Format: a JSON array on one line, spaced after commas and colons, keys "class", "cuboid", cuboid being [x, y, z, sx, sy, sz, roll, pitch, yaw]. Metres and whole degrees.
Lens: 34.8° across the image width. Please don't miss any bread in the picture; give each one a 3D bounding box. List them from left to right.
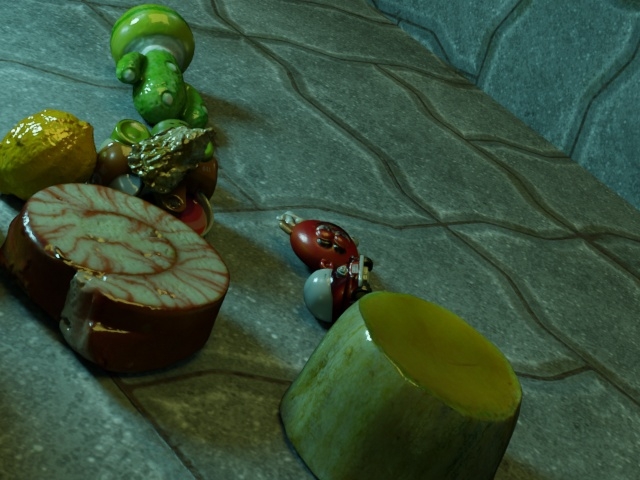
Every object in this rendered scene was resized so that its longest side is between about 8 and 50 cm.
[{"class": "bread", "cuboid": [-0.289, 0.043, 1.471, 0.328, 0.114, 0.295, 38, 27, 25]}]

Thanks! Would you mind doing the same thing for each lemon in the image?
[{"class": "lemon", "cuboid": [-0.445, -0.131, 1.640, 0.187, 0.142, 0.142, -28, 42, -7]}]

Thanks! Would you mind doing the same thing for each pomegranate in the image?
[{"class": "pomegranate", "cuboid": [-0.299, -0.174, 1.928, 0.142, 0.114, 0.114, 0, 25, 4]}]

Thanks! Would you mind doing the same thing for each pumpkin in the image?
[{"class": "pumpkin", "cuboid": [0.125, 0.216, 1.420, 0.332, 0.199, 0.332, 19, 28, -10]}]

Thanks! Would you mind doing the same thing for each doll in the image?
[{"class": "doll", "cuboid": [0.000, 0.000, 1.870, 0.183, 0.085, 0.217, 24, 15, -5]}]

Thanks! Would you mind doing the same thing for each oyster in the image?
[{"class": "oyster", "cuboid": [-0.247, -0.134, 1.684, 0.146, 0.121, 0.045, 6, -6, -30]}]

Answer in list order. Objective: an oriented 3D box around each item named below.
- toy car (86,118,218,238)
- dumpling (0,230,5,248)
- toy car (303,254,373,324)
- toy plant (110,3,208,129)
[{"class": "toy car", "cuboid": [-0.274, -0.074, 1.726, 0.235, 0.145, 0.235, 20, 41, -19]}, {"class": "dumpling", "cuboid": [-0.517, -0.040, 1.469, 0.105, 0.149, 0.216, -7, 10, 1]}, {"class": "toy car", "cuboid": [0.027, 0.086, 1.678, 0.112, 0.139, 0.112, 5, 47, 1]}, {"class": "toy plant", "cuboid": [-0.350, -0.365, 2.191, 0.224, 0.184, 0.316, 29, 28, -39]}]
